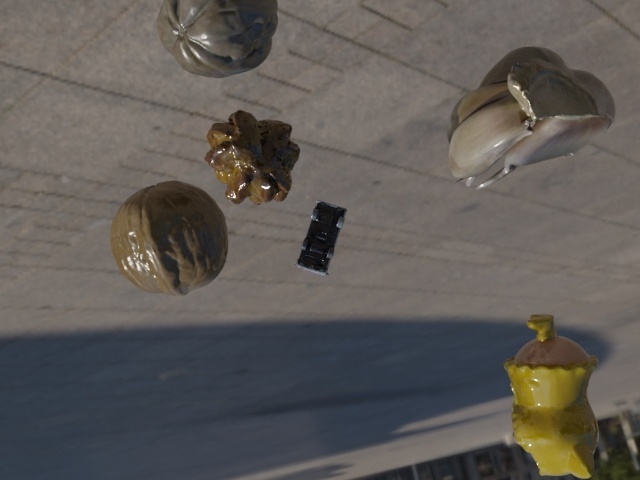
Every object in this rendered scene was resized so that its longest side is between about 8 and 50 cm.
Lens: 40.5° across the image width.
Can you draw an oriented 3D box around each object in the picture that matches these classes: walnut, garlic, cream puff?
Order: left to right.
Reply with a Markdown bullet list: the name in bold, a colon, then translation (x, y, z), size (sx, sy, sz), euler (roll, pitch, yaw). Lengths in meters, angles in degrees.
- **walnut**: translation (-0.285, 0.000, 1.654), size (0.228, 0.228, 0.228), euler (-12, 165, -3)
- **walnut**: translation (-0.174, -0.386, 1.527), size (0.224, 0.224, 0.224), euler (-12, 165, -3)
- **cream puff**: translation (-0.079, -0.102, 1.048), size (0.116, 0.122, 0.094), euler (-43, 178, -14)
- **garlic**: translation (0.315, -0.175, 1.326), size (0.237, 0.210, 0.292), euler (-52, -179, -18)

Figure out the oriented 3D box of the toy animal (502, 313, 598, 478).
- **toy animal**: translation (0.339, 0.222, 1.259), size (0.156, 0.230, 0.156), euler (-11, 180, 0)

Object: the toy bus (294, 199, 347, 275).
- **toy bus**: translation (0.000, 0.000, 1.258), size (0.052, 0.102, 0.058), euler (17, 165, 2)
